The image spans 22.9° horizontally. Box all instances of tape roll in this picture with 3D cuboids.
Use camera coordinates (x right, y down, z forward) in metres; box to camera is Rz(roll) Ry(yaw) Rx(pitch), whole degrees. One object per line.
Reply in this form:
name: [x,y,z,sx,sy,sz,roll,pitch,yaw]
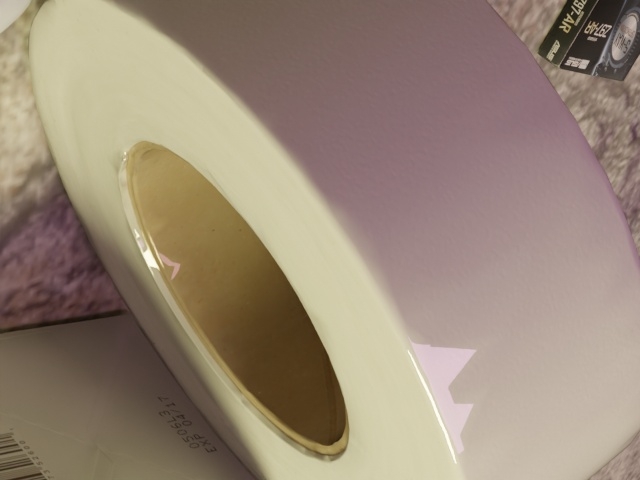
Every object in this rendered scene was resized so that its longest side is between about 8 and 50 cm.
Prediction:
tape roll: [0.000,0.000,0.645,0.100,0.286,0.286,-34,146,-21]

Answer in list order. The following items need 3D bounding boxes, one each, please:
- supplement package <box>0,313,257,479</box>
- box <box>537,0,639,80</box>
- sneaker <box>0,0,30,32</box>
supplement package: [-0.156,0.211,0.788,0.175,0.177,0.293,-8,130,-47]
box: [0.175,-0.133,0.960,0.083,0.018,0.067,3,123,-52]
sneaker: [-0.194,-0.096,0.480,0.258,0.094,0.091,-17,142,-39]
